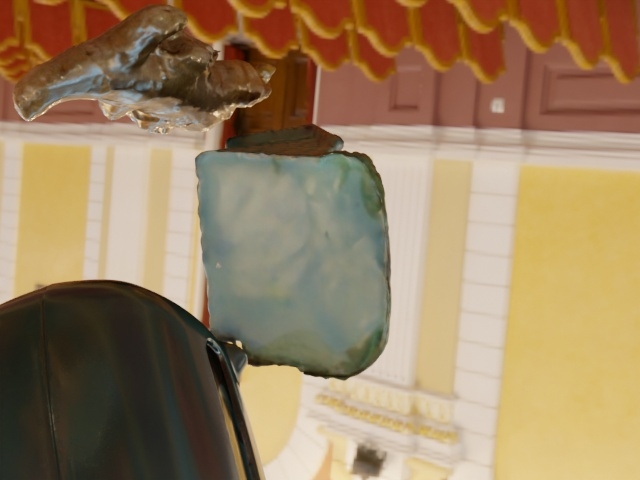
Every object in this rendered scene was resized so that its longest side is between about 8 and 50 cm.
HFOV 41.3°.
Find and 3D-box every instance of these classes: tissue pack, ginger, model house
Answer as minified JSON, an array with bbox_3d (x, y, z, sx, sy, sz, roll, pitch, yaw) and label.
[{"bbox_3d":[-0.135,0.172,0.567,0.206,0.288,0.198,-20,151,0],"label":"tissue pack"},{"bbox_3d":[-0.176,-0.185,0.949,0.080,0.166,0.333,51,-158,24],"label":"ginger"},{"bbox_3d":[0.000,0.000,1.041,0.225,0.262,0.241,3,-164,17],"label":"model house"}]
